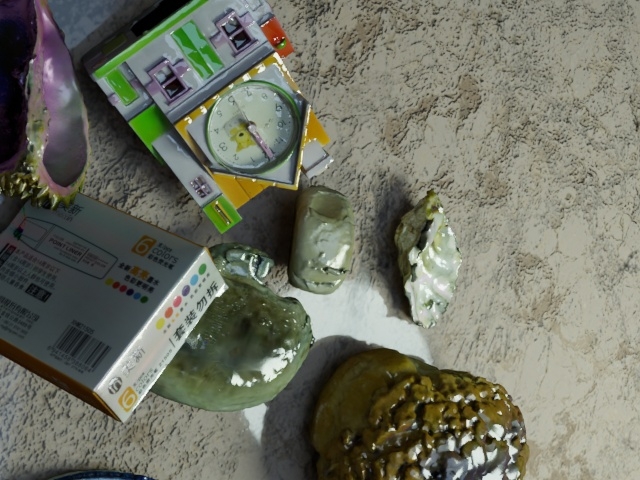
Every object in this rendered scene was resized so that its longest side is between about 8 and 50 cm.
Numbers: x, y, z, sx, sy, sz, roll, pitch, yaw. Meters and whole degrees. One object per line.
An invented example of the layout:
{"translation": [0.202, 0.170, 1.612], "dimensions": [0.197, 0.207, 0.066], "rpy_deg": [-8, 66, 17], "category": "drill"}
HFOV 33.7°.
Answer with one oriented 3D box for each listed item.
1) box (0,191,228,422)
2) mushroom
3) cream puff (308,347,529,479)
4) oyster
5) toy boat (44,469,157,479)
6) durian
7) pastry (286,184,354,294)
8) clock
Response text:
{"translation": [-0.284, 0.063, 1.267], "dimensions": [0.221, 0.274, 0.091], "rpy_deg": [-53, 148, -22], "category": "box"}
{"translation": [-0.155, 0.111, 1.428], "dimensions": [0.344, 0.130, 0.247], "rpy_deg": [37, 88, -29], "category": "mushroom"}
{"translation": [0.158, 0.320, 1.582], "dimensions": [0.327, 0.231, 0.343], "rpy_deg": [-36, 112, -19], "category": "cream puff"}
{"translation": [0.159, 0.039, 1.652], "dimensions": [0.133, 0.072, 0.209], "rpy_deg": [-41, 133, -27], "category": "oyster"}
{"translation": [-0.294, 0.366, 1.388], "dimensions": [0.262, 0.115, 0.114], "rpy_deg": [-2, 96, -30], "category": "toy boat"}
{"translation": [-0.352, -0.156, 1.285], "dimensions": [0.186, 0.154, 0.260], "rpy_deg": [32, 54, -44], "category": "durian"}
{"translation": [0.000, 0.000, 1.508], "dimensions": [0.088, 0.166, 0.165], "rpy_deg": [8, 91, -4], "category": "pastry"}
{"translation": [-0.121, -0.175, 1.386], "dimensions": [0.235, 0.166, 0.309], "rpy_deg": [-37, 116, -2], "category": "clock"}
